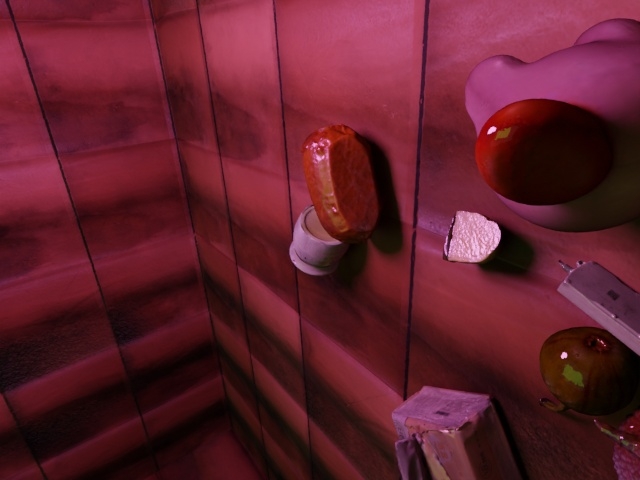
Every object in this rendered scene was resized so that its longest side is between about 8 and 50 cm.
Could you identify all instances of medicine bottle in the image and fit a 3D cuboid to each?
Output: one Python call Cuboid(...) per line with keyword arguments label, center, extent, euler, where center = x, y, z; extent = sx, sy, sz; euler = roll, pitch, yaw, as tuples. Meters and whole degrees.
Cuboid(label="medicine bottle", center=(0.000, 0.000, 1.058), extent=(0.147, 0.147, 0.143), euler=(53, 146, 26))

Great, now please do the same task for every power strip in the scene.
Cuboid(label="power strip", center=(0.415, 0.104, 0.548), extent=(0.227, 0.080, 0.029), euler=(48, 147, 32))

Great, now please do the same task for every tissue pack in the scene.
Cuboid(label="tissue pack", center=(0.270, 0.499, 0.849), extent=(0.239, 0.239, 0.305), euler=(-22, 88, 58))

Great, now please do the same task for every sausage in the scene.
Cuboid(label="sausage", center=(0.050, -0.120, 0.910), extent=(0.141, 0.153, 0.267), euler=(-167, 61, -75))

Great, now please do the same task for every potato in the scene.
Cuboid(label="potato", center=(0.278, 0.004, 0.710), extent=(0.103, 0.067, 0.096), euler=(22, 100, 56))

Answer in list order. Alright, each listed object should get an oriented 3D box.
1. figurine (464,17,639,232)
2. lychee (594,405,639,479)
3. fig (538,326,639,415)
Cuboid(label="figurine", center=(0.296, -0.106, 0.458), extent=(0.261, 0.270, 0.211), euler=(-84, -24, -59))
Cuboid(label="lychee", center=(0.450, 0.280, 0.506), extent=(0.198, 0.165, 0.165), euler=(20, 131, 9))
Cuboid(label="fig", center=(0.388, 0.227, 0.638), extent=(0.124, 0.124, 0.236), euler=(45, 151, 35))
